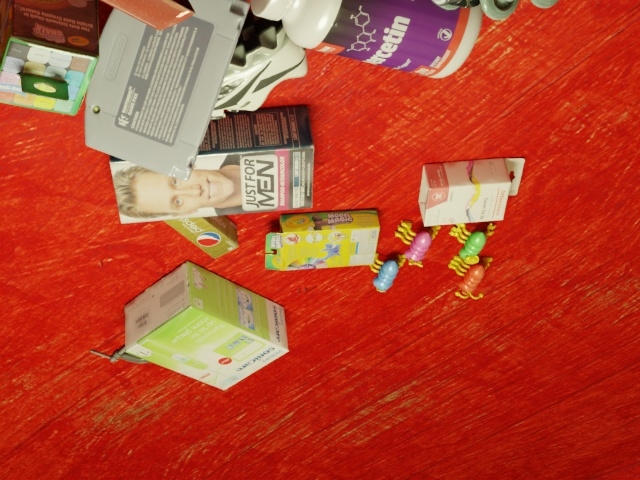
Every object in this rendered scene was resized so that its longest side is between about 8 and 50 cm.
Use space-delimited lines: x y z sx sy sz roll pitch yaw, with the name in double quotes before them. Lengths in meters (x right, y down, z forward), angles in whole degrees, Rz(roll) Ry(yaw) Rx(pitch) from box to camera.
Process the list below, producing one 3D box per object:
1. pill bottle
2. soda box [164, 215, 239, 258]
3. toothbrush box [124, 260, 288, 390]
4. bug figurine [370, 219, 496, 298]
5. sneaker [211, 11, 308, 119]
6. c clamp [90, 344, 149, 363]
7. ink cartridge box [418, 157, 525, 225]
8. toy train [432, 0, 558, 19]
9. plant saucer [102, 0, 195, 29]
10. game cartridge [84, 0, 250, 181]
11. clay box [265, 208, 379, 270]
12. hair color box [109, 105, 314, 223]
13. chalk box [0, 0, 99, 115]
"pill bottle" 0.067 -0.357 1.698 0.323 0.181 0.181 9 140 -22
"soda box" -0.232 -0.038 2.161 0.061 0.058 0.181 -26 140 21
"toothbrush box" -0.239 0.185 2.403 0.206 0.122 0.283 -33 138 29
"bug figurine" 0.240 0.044 2.357 0.279 0.072 0.216 2 142 -14
"sneaker" -0.171 -0.244 1.847 0.330 0.122 0.146 -20 140 15
"c clamp" -0.403 0.234 2.515 0.137 0.022 0.160 27 131 -38
"ink cartridge box" 0.294 -0.093 2.190 0.198 0.067 0.115 -6 143 -5
"toy train" 0.282 -0.427 1.605 0.334 0.142 0.190 -21 120 -31
"plant saucer" -0.297 -0.357 1.526 0.258 0.259 0.048 26 101 -16
"game cartridge" -0.245 -0.257 1.734 0.196 0.060 0.294 20 106 -7
"clay box" 0.000 0.000 2.264 0.222 0.053 0.127 -2 143 -7
"hair color box" -0.188 -0.131 2.009 0.347 0.105 0.174 -5 143 -5
"chalk box" -0.405 -0.276 1.680 0.132 0.213 0.132 11 139 -24
